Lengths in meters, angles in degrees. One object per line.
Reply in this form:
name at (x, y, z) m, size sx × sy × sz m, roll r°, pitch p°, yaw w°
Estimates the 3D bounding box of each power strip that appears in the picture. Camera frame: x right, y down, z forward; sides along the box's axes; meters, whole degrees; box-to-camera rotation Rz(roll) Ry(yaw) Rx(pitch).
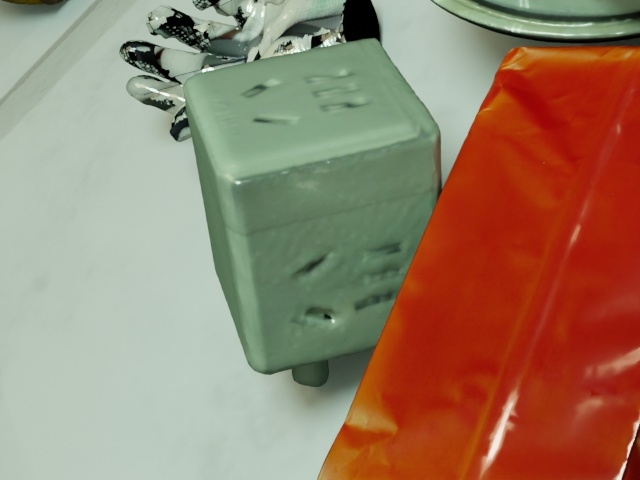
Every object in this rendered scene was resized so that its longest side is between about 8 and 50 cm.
power strip at (0.000, 0.000, 0.833) m, size 0.140 × 0.224 × 0.139 m, roll -15°, pitch 37°, yaw -10°

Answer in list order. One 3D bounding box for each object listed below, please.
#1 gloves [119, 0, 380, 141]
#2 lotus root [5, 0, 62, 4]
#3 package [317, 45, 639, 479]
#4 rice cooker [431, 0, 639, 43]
gloves at (-0.062, -0.150, 1.034) m, size 0.212 × 0.111 × 0.128 m, roll -13°, pitch 79°, yaw 29°
lotus root at (-0.315, -0.344, 1.351) m, size 0.180 × 0.199 × 0.188 m, roll 45°, pitch 135°, yaw 17°
package at (0.147, 0.059, 0.711) m, size 0.196 × 0.123 × 0.423 m, roll 9°, pitch 67°, yaw 45°
rice cooker at (0.172, -0.273, 0.795) m, size 0.264 × 0.317 × 0.317 m, roll -14°, pitch 50°, yaw 0°
